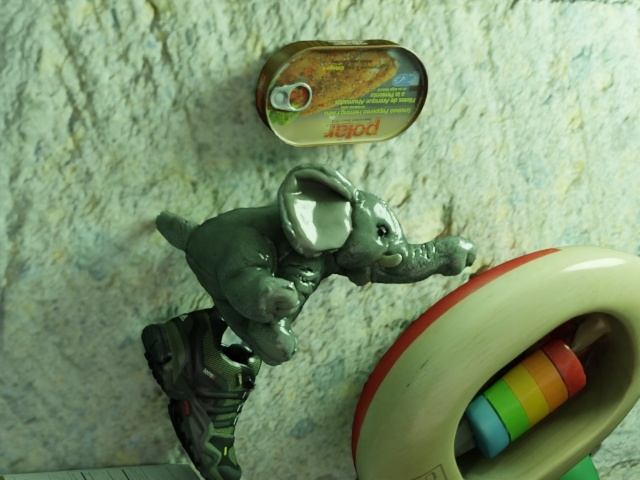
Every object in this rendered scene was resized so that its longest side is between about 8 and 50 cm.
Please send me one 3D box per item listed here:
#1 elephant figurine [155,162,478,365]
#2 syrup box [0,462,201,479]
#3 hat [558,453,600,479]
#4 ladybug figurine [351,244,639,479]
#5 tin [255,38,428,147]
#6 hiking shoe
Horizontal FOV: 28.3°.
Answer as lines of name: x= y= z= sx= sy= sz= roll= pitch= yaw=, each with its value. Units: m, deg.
elephant figurine: x=0.000 y=0.000 z=1.273 sx=0.239 sy=0.169 sz=0.186 roll=-38 pitch=123 yaw=-13
syrup box: x=-0.236 y=0.303 z=1.339 sx=0.237 sy=0.096 sz=0.093 roll=2 pitch=114 yaw=-33
hat: x=0.345 y=0.347 z=1.655 sx=0.173 sy=0.183 sz=0.208 roll=-50 pitch=129 yaw=0
ladybug figurine: x=0.208 y=0.161 z=1.488 sx=0.449 sy=0.162 sz=0.305 roll=-32 pitch=127 yaw=-14
tin: x=0.022 y=-0.151 z=1.293 sx=0.189 sy=0.040 sz=0.106 roll=-5 pitch=113 yaw=-29
hiking shoe: x=-0.105 y=0.168 z=1.353 sx=0.114 sy=0.086 sz=0.227 roll=-25 pitch=124 yaw=-14
